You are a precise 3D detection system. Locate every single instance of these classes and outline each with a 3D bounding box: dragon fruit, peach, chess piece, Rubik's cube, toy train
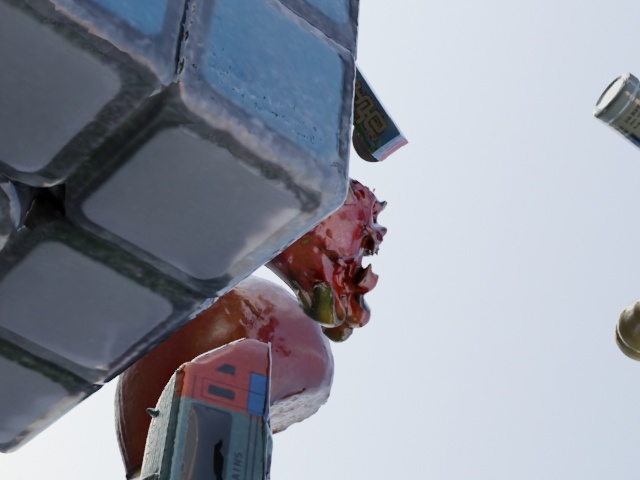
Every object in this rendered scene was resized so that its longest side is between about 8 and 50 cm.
[{"bbox_3d":[0.000,0.000,1.305,0.133,0.150,0.207,-145,-141,-77],"label":"dragon fruit"},{"bbox_3d":[-0.142,0.211,1.880,0.338,0.281,0.281,-58,-166,-20],"label":"peach"},{"bbox_3d":[0.337,0.066,1.354,0.122,0.066,0.066,94,-20,-55],"label":"chess piece"},{"bbox_3d":[-0.180,-0.118,0.697,0.304,0.305,0.301,-39,-146,36],"label":"Rubik's cube"},{"bbox_3d":[-0.085,0.210,0.828,0.409,0.089,0.086,-88,-159,-52],"label":"toy train"}]

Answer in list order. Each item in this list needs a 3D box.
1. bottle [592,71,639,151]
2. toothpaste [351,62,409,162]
[{"bbox_3d":[0.373,-0.084,1.355,0.060,0.217,0.060,-54,-173,10],"label":"bottle"},{"bbox_3d":[0.040,-0.195,1.860,0.193,0.070,0.044,59,11,21],"label":"toothpaste"}]
